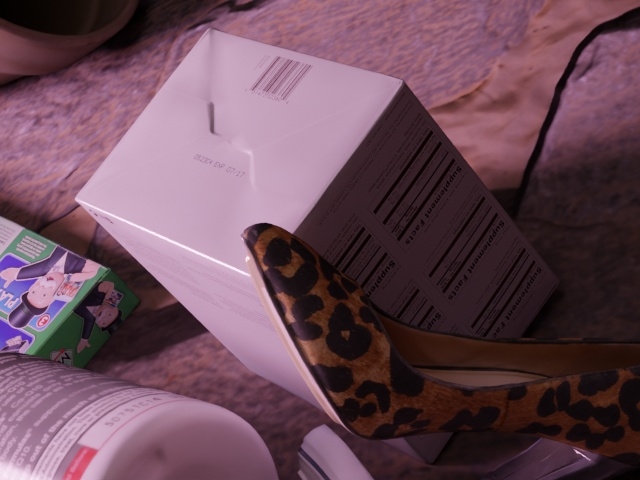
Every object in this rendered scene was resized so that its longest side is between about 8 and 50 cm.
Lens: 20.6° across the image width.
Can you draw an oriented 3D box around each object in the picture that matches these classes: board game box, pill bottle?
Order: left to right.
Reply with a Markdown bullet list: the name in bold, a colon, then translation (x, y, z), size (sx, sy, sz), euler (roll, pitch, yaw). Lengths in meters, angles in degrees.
- **board game box**: translation (-0.307, 0.073, 1.410), size (0.213, 0.046, 0.317), euler (-51, 39, -14)
- **pill bottle**: translation (-0.174, 0.158, 1.118), size (0.283, 0.161, 0.161), euler (10, 58, 45)

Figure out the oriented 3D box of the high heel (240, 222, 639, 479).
- **high heel**: translation (0.090, 0.044, 0.939), size (0.186, 0.261, 0.093), euler (-35, 29, 9)

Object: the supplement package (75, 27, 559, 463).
- **supplement package**: translation (0.000, 0.000, 1.093), size (0.194, 0.203, 0.149), euler (23, 71, 48)

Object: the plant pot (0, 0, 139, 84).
- **plant pot**: translation (-0.373, -0.246, 1.616), size (0.280, 0.323, 0.323), euler (-34, 34, 33)

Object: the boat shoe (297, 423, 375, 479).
- **boat shoe**: translation (0.027, 0.190, 0.981), size (0.076, 0.083, 0.226), euler (-38, 38, -2)
